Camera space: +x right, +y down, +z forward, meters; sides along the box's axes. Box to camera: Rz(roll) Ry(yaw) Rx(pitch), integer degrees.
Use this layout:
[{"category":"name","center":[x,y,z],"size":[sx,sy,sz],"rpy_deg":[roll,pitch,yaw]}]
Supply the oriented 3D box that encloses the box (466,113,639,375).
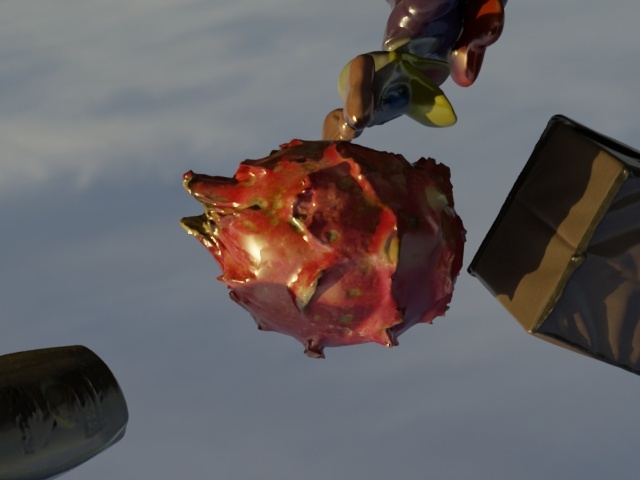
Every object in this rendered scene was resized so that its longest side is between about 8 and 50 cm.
[{"category":"box","center":[0.305,0.023,1.671],"size":[0.252,0.188,0.153],"rpy_deg":[24,-170,-22]}]

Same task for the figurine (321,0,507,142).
[{"category":"figurine","center":[0.091,-0.238,1.830],"size":[0.193,0.154,0.420],"rpy_deg":[16,-125,-10]}]

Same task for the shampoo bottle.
[{"category":"shampoo bottle","center":[-0.295,0.169,1.609],"size":[0.084,0.125,0.350],"rpy_deg":[-36,170,21]}]

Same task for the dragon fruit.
[{"category":"dragon fruit","center":[0.000,0.000,1.623],"size":[0.268,0.210,0.205],"rpy_deg":[16,164,-9]}]
